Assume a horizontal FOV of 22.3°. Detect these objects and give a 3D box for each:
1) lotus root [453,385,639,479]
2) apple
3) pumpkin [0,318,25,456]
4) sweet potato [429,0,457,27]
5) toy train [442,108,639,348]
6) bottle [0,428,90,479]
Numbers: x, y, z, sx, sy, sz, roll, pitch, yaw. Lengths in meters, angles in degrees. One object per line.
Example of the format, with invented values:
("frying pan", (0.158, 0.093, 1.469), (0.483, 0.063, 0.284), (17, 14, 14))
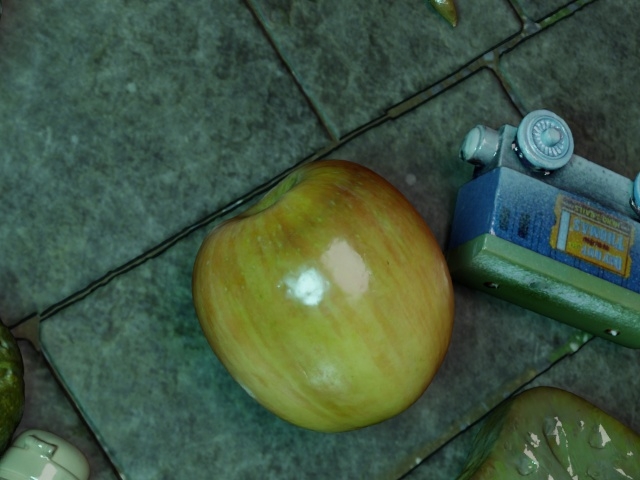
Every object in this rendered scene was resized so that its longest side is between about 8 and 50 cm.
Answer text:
("lotus root", (0.268, 0.337, 1.692), (0.391, 0.111, 0.374), (-10, 73, -29))
("apple", (0.010, 0.057, 1.585), (0.242, 0.242, 0.241), (-39, 101, -33))
("pumpkin", (-0.364, 0.126, 1.394), (0.224, 0.157, 0.223), (6, 67, -15))
("sweet potato", (0.126, -0.296, 1.885), (0.026, 0.026, 0.115), (-35, 92, -33))
("toy train", (0.279, -0.012, 1.803), (0.300, 0.131, 0.202), (21, 66, -20))
("bottle", (-0.277, 0.268, 1.423), (0.097, 0.110, 0.209), (22, 63, 14))
